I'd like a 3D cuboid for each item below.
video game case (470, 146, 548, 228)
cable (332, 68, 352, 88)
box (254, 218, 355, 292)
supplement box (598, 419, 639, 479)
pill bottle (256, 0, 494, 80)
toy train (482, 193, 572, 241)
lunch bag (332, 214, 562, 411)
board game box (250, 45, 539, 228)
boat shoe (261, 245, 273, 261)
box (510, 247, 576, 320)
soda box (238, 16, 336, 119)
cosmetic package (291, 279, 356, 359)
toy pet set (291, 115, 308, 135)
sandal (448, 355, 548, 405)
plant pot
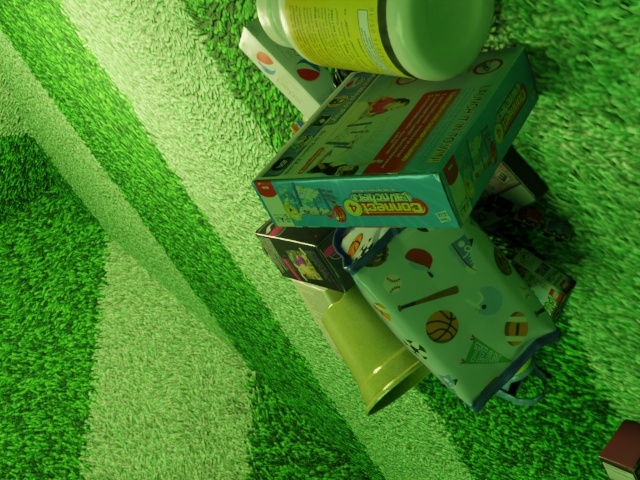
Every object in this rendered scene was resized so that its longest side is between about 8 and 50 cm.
[{"bbox_3d":[0.225,-0.141,1.286,0.275,0.035,0.248,48,157,-1],"label":"video game case"},{"bbox_3d":[0.074,-0.259,1.294,0.150,0.047,0.185,-3,112,62],"label":"cable"},{"bbox_3d":[0.000,0.000,1.735,0.270,0.165,0.143,11,138,54],"label":"box"},{"bbox_3d":[0.632,0.459,1.459,0.080,0.104,0.188,10,137,56],"label":"supplement box"},{"bbox_3d":[0.061,-0.336,1.060,0.333,0.188,0.188,21,146,46],"label":"pill bottle"},{"bbox_3d":[0.338,-0.037,1.202,0.158,0.027,0.036,22,149,-4],"label":"toy train"},{"bbox_3d":[0.194,0.057,1.301,0.328,0.239,0.385,50,180,-9],"label":"lunch bag"},{"bbox_3d":[0.109,-0.144,1.049,0.301,0.308,0.086,2,131,39],"label":"board game box"},{"bbox_3d":[-0.106,0.021,2.046,0.103,0.092,0.285,53,156,-15],"label":"boat shoe"},{"bbox_3d":[0.395,0.108,1.391,0.114,0.036,0.207,36,155,23],"label":"box"},{"bbox_3d":[-0.057,-0.331,1.425,0.216,0.069,0.074,47,157,2],"label":"soda box"},{"bbox_3d":[0.065,0.197,2.010,0.160,0.113,0.310,17,143,50],"label":"cosmetic package"},{"bbox_3d":[-0.009,-0.210,1.479,0.114,0.122,0.065,-119,30,-41],"label":"toy pet set"},{"bbox_3d":[0.380,0.304,1.633,0.138,0.126,0.317,45,159,-7],"label":"sandal"},{"bbox_3d":[0.146,0.233,1.788,0.254,0.276,0.276,52,160,19],"label":"plant pot"}]
